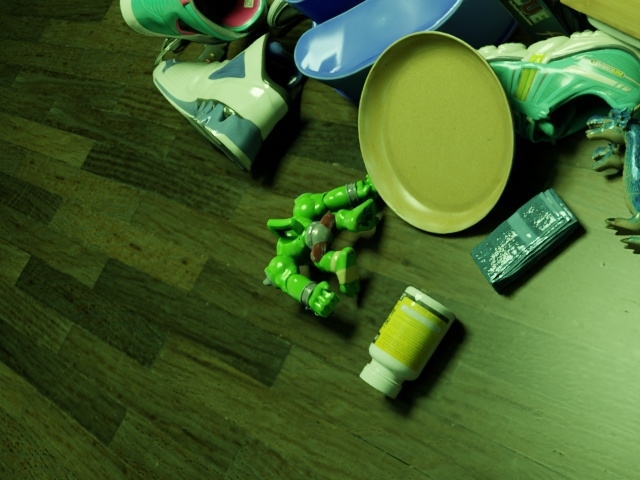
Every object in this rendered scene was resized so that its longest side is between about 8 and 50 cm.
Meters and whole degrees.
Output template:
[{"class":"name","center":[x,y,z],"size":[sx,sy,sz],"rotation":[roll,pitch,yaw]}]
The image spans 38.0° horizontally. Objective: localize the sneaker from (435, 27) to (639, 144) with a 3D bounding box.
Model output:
[{"class":"sneaker","center":[0.240,-0.164,1.057],"size":[0.275,0.107,0.110],"rotation":[-5,70,41]}]

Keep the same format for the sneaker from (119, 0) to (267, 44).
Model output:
[{"class":"sneaker","center":[-0.141,-0.368,1.433],"size":[0.178,0.295,0.124],"rotation":[5,104,37]}]

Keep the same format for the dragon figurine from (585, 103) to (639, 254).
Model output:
[{"class":"dragon figurine","center":[0.364,-0.057,0.878],"size":[0.289,0.085,0.144],"rotation":[9,72,47]}]

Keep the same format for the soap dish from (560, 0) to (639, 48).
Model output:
[{"class":"soap dish","center":[0.414,-0.302,0.910],"size":[0.291,0.118,0.229],"rotation":[-37,42,-6]}]

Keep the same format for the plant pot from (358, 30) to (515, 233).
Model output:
[{"class":"plant pot","center":[0.139,-0.127,1.095],"size":[0.236,0.032,0.236],"rotation":[18,114,45]}]

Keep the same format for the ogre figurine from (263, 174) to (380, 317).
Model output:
[{"class":"ogre figurine","center":[0.000,0.000,1.180],"size":[0.118,0.097,0.197],"rotation":[6,80,33]}]

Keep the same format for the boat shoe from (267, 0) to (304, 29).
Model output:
[{"class":"boat shoe","center":[-0.027,-0.387,1.488],"size":[0.142,0.049,0.040],"rotation":[-41,44,13]}]

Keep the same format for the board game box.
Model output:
[{"class":"board game box","center":[0.259,-0.348,1.105],"size":[0.042,0.165,0.243],"rotation":[-17,55,36]}]

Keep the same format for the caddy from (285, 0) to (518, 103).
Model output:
[{"class":"caddy","center":[0.109,-0.322,1.227],"size":[0.341,0.179,0.241],"rotation":[-22,75,32]}]

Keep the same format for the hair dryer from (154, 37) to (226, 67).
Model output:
[{"class":"hair dryer","center":[-0.203,-0.441,1.664],"size":[0.223,0.080,0.293],"rotation":[21,79,49]}]

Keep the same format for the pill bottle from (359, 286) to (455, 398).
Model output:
[{"class":"pill bottle","center":[0.094,0.115,1.037],"size":[0.065,0.065,0.116],"rotation":[30,87,49]}]

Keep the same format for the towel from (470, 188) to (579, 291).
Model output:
[{"class":"towel","center":[0.221,-0.003,1.020],"size":[0.119,0.029,0.067],"rotation":[-42,42,15]}]

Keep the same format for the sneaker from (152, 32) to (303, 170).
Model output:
[{"class":"sneaker","center":[-0.124,-0.233,1.440],"size":[0.182,0.127,0.315],"rotation":[-44,37,-5]}]
